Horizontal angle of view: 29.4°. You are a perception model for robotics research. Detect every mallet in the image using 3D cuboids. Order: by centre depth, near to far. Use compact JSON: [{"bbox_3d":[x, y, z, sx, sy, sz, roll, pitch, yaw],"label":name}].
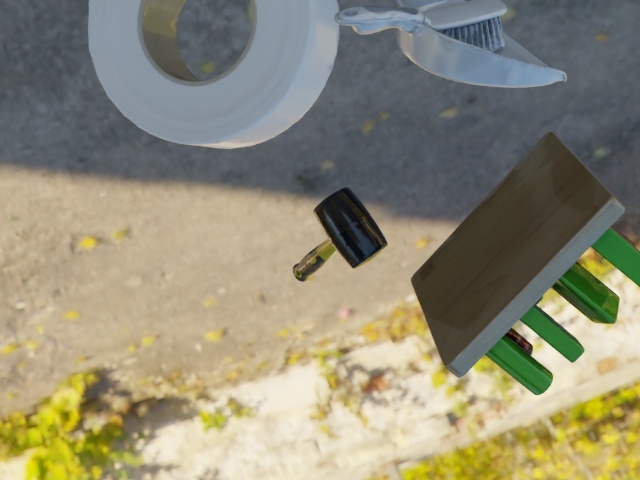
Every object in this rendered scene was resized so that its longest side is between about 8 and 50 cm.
[{"bbox_3d":[0.000,0.000,1.047,0.039,0.062,0.190,-33,-176,-20],"label":"mallet"}]

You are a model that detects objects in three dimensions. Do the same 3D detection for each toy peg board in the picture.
[{"bbox_3d":[0.158,0.024,0.890,0.079,0.160,0.161,39,103,-17],"label":"toy peg board"}]

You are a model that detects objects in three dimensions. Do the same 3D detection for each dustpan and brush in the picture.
[{"bbox_3d":[0.091,-0.172,0.982,0.211,0.147,0.060,-17,138,-34],"label":"dustpan and brush"}]

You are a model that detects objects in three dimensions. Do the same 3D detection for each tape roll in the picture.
[{"bbox_3d":[-0.126,-0.250,1.422,0.286,0.286,0.100,-30,172,18],"label":"tape roll"}]
